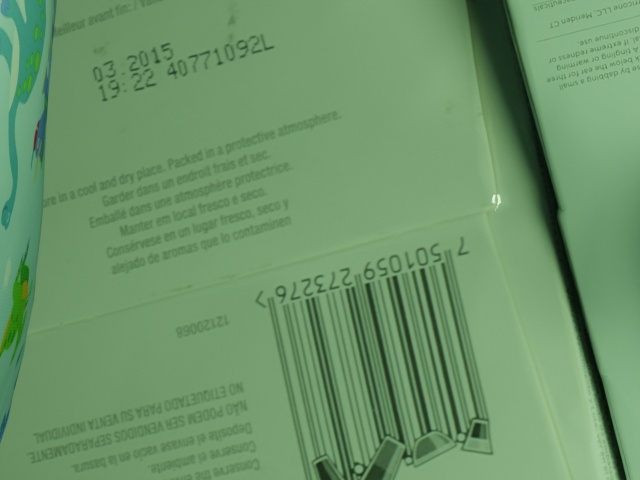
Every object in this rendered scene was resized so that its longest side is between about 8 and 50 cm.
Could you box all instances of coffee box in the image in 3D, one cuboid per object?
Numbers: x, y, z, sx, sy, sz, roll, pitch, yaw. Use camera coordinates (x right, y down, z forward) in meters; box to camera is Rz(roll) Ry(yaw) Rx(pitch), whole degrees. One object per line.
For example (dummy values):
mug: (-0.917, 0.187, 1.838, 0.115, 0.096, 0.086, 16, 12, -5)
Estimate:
coffee box: (0.000, 0.000, 0.933, 0.334, 0.337, 0.338, 5, 72, -68)

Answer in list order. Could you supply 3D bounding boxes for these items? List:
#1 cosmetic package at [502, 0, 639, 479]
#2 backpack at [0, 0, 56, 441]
cosmetic package: (0.203, -0.023, 0.861, 0.377, 0.097, 0.284, -32, 110, -67)
backpack: (-0.192, -0.004, 0.489, 0.273, 0.355, 0.290, 23, 47, -17)
